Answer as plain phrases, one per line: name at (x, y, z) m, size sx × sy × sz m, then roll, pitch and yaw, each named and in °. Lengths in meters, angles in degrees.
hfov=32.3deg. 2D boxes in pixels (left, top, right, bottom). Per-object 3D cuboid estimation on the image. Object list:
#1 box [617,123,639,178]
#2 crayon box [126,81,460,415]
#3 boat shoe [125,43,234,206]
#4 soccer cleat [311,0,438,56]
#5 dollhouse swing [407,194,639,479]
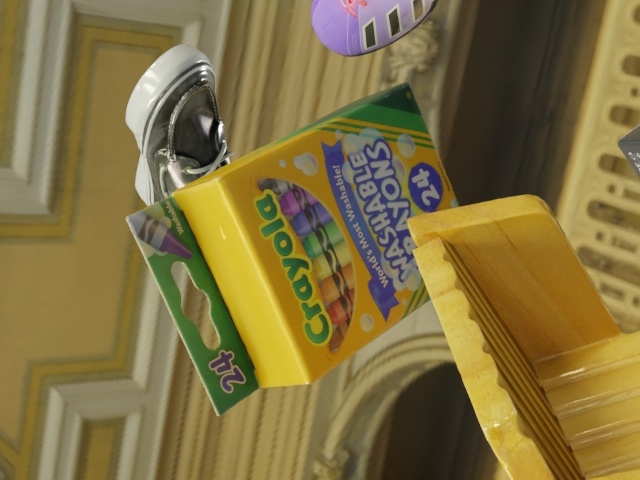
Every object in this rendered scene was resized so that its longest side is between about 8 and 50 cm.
box at (0.627, -0.074, 1.449) m, size 0.212 × 0.395 × 0.293 m, roll -37°, pitch -81°, yaw -7°
crayon box at (0.000, 0.000, 1.045) m, size 0.323 × 0.083 × 0.203 m, roll -31°, pitch -79°, yaw -39°
boat shoe at (-0.157, -0.113, 1.364) m, size 0.121 × 0.119 × 0.335 m, roll -39°, pitch -15°, yaw -21°
soccer cleat at (0.076, -0.248, 0.928) m, size 0.116 × 0.318 × 0.109 m, roll -34°, pitch -87°, yaw -43°
dollhouse swing at (0.294, 0.097, 0.850) m, size 0.305 × 0.347 × 0.315 m, roll -30°, pitch -57°, yaw 11°
